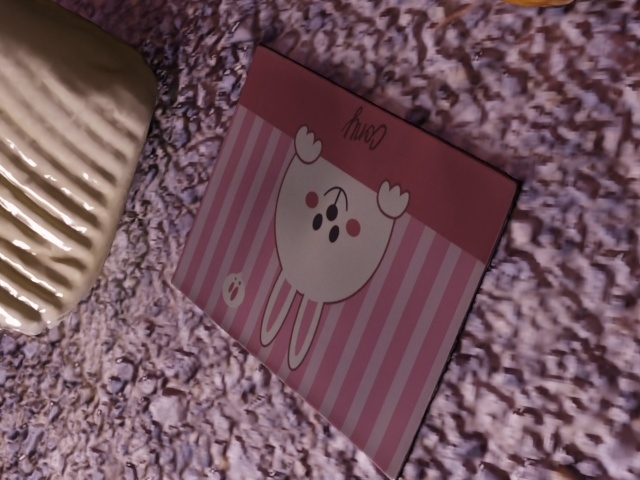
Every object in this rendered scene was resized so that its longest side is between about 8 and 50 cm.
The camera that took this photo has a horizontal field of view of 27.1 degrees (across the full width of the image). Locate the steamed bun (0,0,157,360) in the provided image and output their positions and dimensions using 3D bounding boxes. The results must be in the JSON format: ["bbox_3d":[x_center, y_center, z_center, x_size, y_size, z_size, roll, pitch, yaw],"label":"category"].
[{"bbox_3d":[-0.301,-0.090,1.072,0.273,0.290,0.272,-57,34,-2],"label":"steamed bun"}]

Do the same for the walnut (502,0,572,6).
[{"bbox_3d":[0.089,-0.222,0.724,0.116,0.116,0.207,-30,83,43],"label":"walnut"}]

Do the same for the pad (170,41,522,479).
[{"bbox_3d":[0.000,0.000,0.891,0.300,0.005,0.202,36,109,48],"label":"pad"}]
